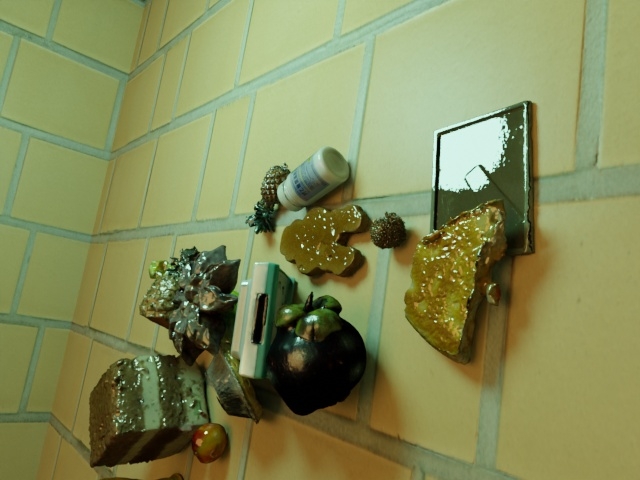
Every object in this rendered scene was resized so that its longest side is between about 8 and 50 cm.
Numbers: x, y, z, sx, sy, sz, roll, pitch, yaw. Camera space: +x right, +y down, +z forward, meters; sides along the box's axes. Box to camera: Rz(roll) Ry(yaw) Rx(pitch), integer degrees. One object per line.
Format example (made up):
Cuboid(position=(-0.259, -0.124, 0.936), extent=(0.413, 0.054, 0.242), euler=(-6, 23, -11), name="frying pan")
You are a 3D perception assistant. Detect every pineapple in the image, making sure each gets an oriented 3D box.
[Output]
Cuboid(position=(-0.434, 0.135, 1.541), extent=(0.158, 0.158, 0.278), euler=(-2, 55, 50), name="pineapple")
Cuboid(position=(-0.142, -0.122, 1.434), extent=(0.103, 0.083, 0.221), euler=(45, 114, 48), name="pineapple")

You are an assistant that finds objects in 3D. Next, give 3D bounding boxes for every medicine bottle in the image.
Cuboid(position=(-0.022, -0.154, 1.287), extent=(0.187, 0.103, 0.102), euler=(-32, 54, 39), name="medicine bottle")

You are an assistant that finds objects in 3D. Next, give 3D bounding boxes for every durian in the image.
Cuboid(position=(-0.260, 0.218, 1.409), extent=(0.139, 0.101, 0.250), euler=(-35, 74, 7), name="durian")
Cuboid(position=(0.142, -0.023, 1.060), extent=(0.080, 0.080, 0.091), euler=(33, 147, 50), name="durian")

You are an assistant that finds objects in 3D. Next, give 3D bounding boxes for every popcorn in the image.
Cuboid(position=(-0.496, 0.155, 1.682), extent=(0.198, 0.212, 0.198), euler=(-38, 14, 12), name="popcorn")

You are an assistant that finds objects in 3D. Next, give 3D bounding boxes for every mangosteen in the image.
Cuboid(position=(-0.015, 0.234, 1.050), extent=(0.243, 0.243, 0.242), euler=(-20, 62, 45), name="mangosteen")

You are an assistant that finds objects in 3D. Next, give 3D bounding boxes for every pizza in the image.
Cuboid(position=(0.248, 0.058, 0.901), extent=(0.189, 0.071, 0.296), euler=(29, 110, 52), name="pizza")

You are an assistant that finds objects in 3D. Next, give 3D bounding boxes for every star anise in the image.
Cuboid(position=(-0.310, 0.159, 1.296), extent=(0.332, 0.118, 0.331), euler=(-30, 46, 37), name="star anise")

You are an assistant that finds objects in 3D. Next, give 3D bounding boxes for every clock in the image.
Cuboid(position=(-0.146, 0.197, 1.212), extent=(0.116, 0.231, 0.261), euler=(3, 77, 8), name="clock")

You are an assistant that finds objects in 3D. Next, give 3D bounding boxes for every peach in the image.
Cuboid(position=(-0.307, 0.563, 1.391), extent=(0.101, 0.101, 0.100), euler=(-20, 62, 45), name="peach")

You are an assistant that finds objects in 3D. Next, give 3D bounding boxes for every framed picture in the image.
Cuboid(position=(0.301, -0.104, 0.952), extent=(0.213, 0.016, 0.288), euler=(-10, 69, 48), name="framed picture")

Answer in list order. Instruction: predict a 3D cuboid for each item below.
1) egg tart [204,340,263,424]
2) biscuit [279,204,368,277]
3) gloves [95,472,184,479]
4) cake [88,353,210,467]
Cuboid(position=(-0.227, 0.370, 1.275), extent=(0.234, 0.094, 0.234), euler=(52, 158, 31), name="egg tart")
Cuboid(position=(0.003, 0.001, 1.252), extent=(0.295, 0.044, 0.185), euler=(5, 78, 50), name="biscuit")
Cuboid(position=(-0.554, 0.751, 1.453), extent=(0.133, 0.295, 0.116), euler=(9, 83, 51), name="gloves")
Cuboid(position=(-0.522, 0.514, 1.503), extent=(0.282, 0.291, 0.255), euler=(-46, 45, 31), name="cake")
